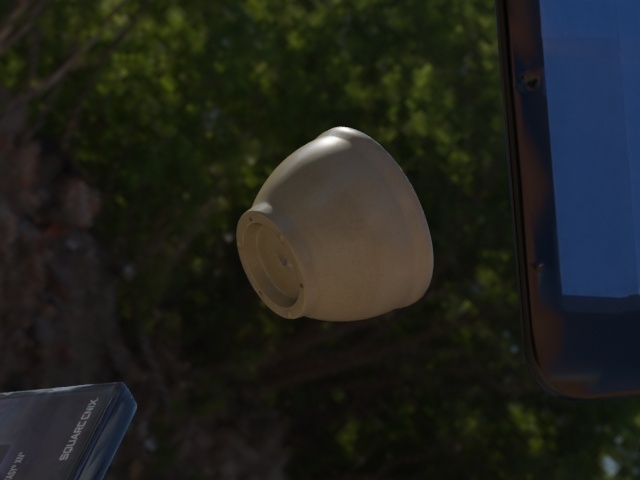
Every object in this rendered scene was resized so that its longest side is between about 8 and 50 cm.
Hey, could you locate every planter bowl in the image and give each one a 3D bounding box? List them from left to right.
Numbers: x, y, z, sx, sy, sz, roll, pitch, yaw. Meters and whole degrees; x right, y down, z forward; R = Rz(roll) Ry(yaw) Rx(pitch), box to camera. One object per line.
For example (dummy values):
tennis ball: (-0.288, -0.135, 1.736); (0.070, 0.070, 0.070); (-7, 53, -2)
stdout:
planter bowl: (0.000, 0.000, 1.458); (0.162, 0.109, 0.162); (38, -39, 39)

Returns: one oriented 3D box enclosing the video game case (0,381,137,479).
video game case: (-0.254, 0.161, 0.970); (0.274, 0.196, 0.026); (-6, -55, 24)

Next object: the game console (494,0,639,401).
game console: (0.230, -0.081, 0.787); (0.250, 0.293, 0.173); (-7, -4, 39)

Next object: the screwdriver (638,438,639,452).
screwdriver: (0.289, 0.169, 1.194); (0.170, 0.024, 0.025); (25, -25, -10)
